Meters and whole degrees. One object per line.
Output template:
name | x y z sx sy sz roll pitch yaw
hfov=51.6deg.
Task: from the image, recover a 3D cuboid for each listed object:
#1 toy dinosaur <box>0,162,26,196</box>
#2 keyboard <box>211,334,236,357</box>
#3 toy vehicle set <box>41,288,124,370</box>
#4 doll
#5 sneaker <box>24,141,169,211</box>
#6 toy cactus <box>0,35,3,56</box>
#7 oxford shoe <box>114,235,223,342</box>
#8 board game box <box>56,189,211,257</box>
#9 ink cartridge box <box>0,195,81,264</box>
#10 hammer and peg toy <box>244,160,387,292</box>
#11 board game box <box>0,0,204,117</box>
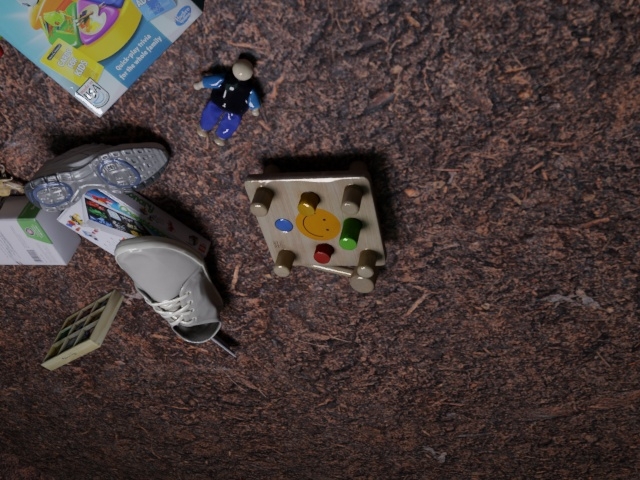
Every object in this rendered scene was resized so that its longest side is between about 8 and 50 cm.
toy dinosaur | -0.751 -0.135 1.508 0.183 0.053 0.093 6 139 9
keyboard | -0.325 0.236 1.795 0.014 0.072 0.256 -47 121 -3
toy vehicle set | -0.653 0.248 1.818 0.267 0.166 0.035 -27 125 36
doll | -0.173 -0.258 1.216 0.129 0.046 0.189 26 138 -15
sneaker | -0.458 -0.159 1.363 0.297 0.129 0.111 -12 133 1
toy cactus | -0.496 -0.381 1.142 0.219 0.112 0.181 10 129 18
oxford shoe | -0.333 0.123 1.539 0.169 0.130 0.449 -8 150 8
board game box | -0.434 -0.021 1.544 0.305 0.053 0.193 36 135 -24
ink cartridge box | -0.721 -0.023 1.592 0.219 0.093 0.160 1 136 16
hammer and peg toy | 0.000 0.000 1.390 0.265 0.127 0.361 0 137 15
board game box | -0.391 -0.398 1.025 0.254 0.079 0.336 -40 119 15
